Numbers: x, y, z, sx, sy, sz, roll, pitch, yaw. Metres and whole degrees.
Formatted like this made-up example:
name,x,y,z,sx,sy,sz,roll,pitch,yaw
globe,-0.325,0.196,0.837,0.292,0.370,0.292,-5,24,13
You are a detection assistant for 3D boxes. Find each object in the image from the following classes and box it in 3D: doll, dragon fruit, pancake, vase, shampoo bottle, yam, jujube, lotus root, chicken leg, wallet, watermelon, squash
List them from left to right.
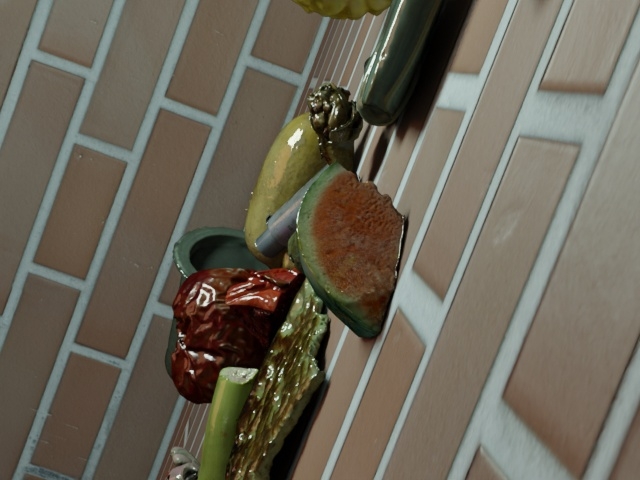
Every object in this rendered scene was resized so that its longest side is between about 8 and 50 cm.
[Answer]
name,x,y,z,sx,sy,sz,roll,pitch,yaw
doll,-0.280,0.511,2.409,0.192,0.095,0.149,-115,40,-77
vase,-0.206,0.153,2.337,0.245,0.245,0.291,-81,9,-58
squash,-0.148,0.323,1.851,0.083,0.083,0.250,174,103,-82
jujube,-0.154,0.161,1.991,0.213,0.213,0.232,141,127,-76
pancake,-0.050,0.222,1.703,0.305,0.067,0.427,-59,10,25
dragon fruit,-0.049,0.085,1.914,0.092,0.122,0.192,-27,7,41
lotus root,-0.033,-0.109,2.036,0.169,0.151,0.343,-98,25,-71
shampoo bottle,-0.026,-0.047,1.916,0.214,0.072,0.072,-41,22,32
yam,0.000,0.000,1.816,0.179,0.078,0.078,140,149,-69
chicken leg,0.032,-0.147,1.788,0.125,0.080,0.196,69,-170,-68
watermelon,0.032,0.036,1.428,0.146,0.128,0.231,90,-171,-52
wallet,0.117,-0.283,1.667,0.360,0.083,0.252,-78,8,-84

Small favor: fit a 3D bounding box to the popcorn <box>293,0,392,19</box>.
name,x,y,z,sx,sy,sz,roll,pitch,yaw
popcorn,0.046,-0.600,2.156,0.349,0.349,0.382,118,160,-48
